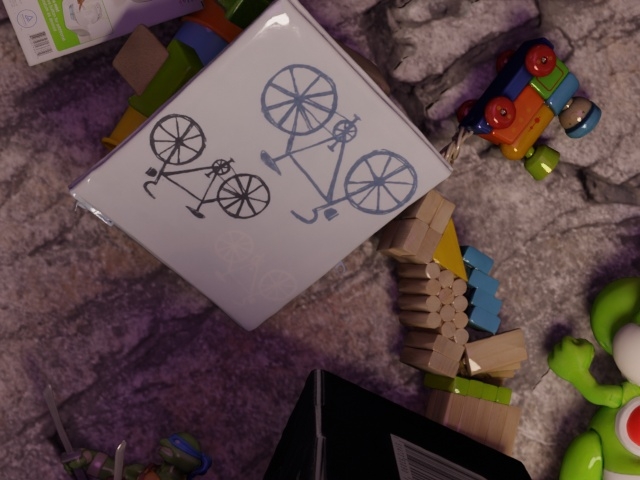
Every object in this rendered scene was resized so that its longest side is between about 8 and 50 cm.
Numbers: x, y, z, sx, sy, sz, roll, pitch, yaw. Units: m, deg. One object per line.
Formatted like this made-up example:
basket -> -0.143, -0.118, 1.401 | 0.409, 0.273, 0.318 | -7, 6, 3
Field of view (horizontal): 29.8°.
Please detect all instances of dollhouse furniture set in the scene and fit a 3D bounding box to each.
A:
dollhouse furniture set -> -0.085, -0.202, 1.477 | 0.198, 0.301, 0.151 | -53, 49, 12

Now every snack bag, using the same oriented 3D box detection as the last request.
snack bag -> -0.063, -0.070, 1.396 | 0.342, 0.037, 0.323 | -40, 124, 14

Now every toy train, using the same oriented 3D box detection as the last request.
toy train -> 0.248, -0.128, 1.560 | 0.143, 0.105, 0.248 | 40, 81, -15

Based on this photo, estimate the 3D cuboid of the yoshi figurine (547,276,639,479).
yoshi figurine -> 0.390, 0.198, 1.531 | 0.203, 0.203, 0.362 | 21, 98, 35

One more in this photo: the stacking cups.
stacking cups -> -0.152, -0.229, 1.524 | 0.096, 0.096, 0.316 | 33, 80, -3

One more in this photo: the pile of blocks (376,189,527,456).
pile of blocks -> 0.164, 0.113, 1.524 | 0.148, 0.112, 0.362 | -10, 93, -21

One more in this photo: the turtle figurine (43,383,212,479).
turtle figurine -> -0.270, 0.325, 1.407 | 0.197, 0.274, 0.266 | 23, 86, 30

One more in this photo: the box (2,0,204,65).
box -> -0.288, -0.376, 1.431 | 0.231, 0.127, 0.262 | -21, 125, -6

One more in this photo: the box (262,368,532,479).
box -> 0.024, 0.445, 1.233 | 0.297, 0.480, 0.472 | 26, 97, -3
